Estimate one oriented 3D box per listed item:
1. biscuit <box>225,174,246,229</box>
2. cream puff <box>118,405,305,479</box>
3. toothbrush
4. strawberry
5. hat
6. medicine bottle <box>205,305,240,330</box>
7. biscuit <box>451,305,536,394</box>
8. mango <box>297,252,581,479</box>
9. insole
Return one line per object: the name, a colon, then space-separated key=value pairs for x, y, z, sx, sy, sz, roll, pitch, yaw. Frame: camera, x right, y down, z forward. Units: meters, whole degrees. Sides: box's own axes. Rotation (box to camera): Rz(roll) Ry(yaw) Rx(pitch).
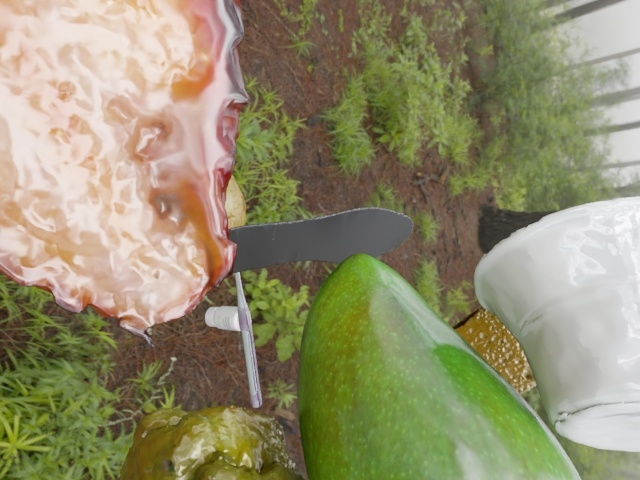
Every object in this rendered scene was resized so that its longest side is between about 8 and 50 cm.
biscuit: x=-0.252 y=-0.102 z=1.006 sx=0.213 sy=0.091 sz=0.274 roll=28 pitch=33 yaw=-38
cream puff: x=-0.104 y=0.273 z=0.445 sx=0.196 sy=0.244 sz=0.244 roll=27 pitch=68 yaw=-60
toothbrush: x=-0.133 y=0.150 z=0.839 sx=0.029 sy=0.024 sz=0.354 roll=-39 pitch=129 yaw=-60
strawberry: x=-0.160 y=-0.103 z=0.332 sx=0.280 sy=0.150 sz=0.253 roll=44 pitch=77 yaw=-30
hat: x=0.218 y=0.074 z=0.337 sx=0.203 sy=0.203 sz=0.126 roll=42 pitch=42 yaw=-38
medicine bottle: x=-0.208 y=0.172 z=1.030 sx=0.052 sy=0.089 sz=0.052 roll=2 pitch=88 yaw=-63
biscuit: x=0.250 y=0.165 z=0.671 sx=0.131 sy=0.237 sz=0.026 roll=51 pitch=19 yaw=11
mango: x=0.088 y=0.183 z=0.398 sx=0.201 sy=0.225 sz=0.382 roll=-16 pitch=64 yaw=-12
insole: x=0.000 y=0.000 z=0.673 sx=0.348 sy=0.009 sz=0.119 roll=-7 pitch=137 yaw=-30
